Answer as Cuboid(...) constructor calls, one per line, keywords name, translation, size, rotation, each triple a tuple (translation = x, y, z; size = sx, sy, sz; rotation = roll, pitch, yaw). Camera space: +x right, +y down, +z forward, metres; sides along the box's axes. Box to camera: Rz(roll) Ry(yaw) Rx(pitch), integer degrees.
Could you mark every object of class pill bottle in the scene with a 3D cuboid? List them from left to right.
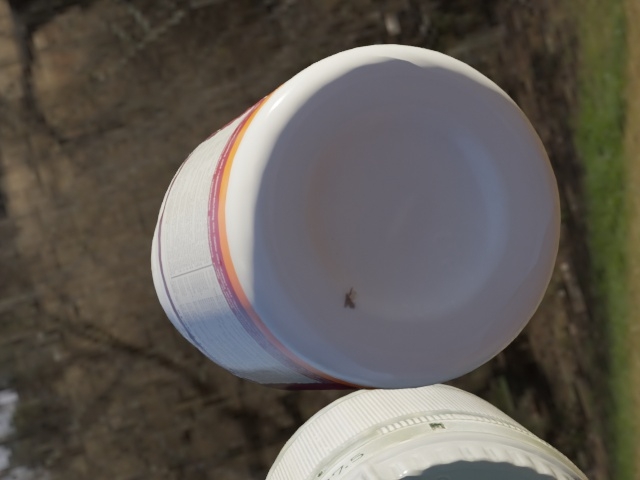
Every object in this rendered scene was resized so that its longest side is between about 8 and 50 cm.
Cuboid(name="pill bottle", translation=(0.000, 0.000, 0.665), size=(0.221, 0.121, 0.121), rotation=(162, 92, -74))

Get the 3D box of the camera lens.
Cuboid(name="camera lens", translation=(0.072, 0.212, 1.061), size=(0.274, 0.219, 0.219), rotation=(-156, 50, -84))
